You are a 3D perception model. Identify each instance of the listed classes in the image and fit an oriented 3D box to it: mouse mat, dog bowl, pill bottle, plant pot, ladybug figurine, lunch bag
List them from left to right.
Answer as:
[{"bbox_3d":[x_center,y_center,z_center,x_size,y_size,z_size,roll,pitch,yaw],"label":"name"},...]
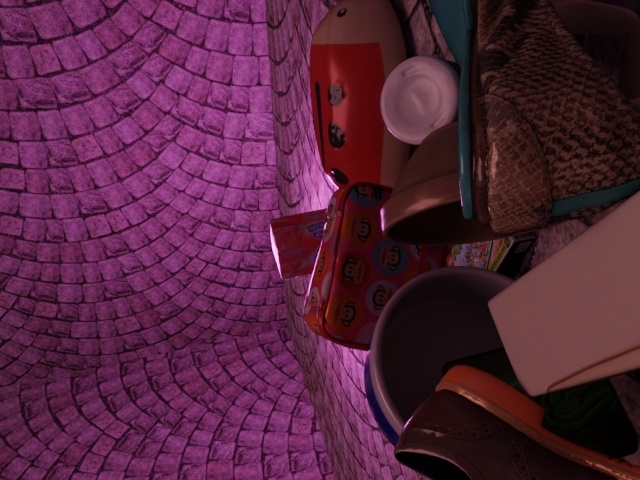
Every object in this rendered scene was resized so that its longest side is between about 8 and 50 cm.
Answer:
[{"bbox_3d":[0.075,-0.280,1.133,0.305,0.162,0.449,-134,36,-69],"label":"ladybug figurine"},{"bbox_3d":[0.121,0.057,0.975,0.120,0.258,0.292,174,109,-72],"label":"lunch bag"},{"bbox_3d":[0.168,-0.184,0.725,0.108,0.180,0.107,8,104,34],"label":"pill bottle"},{"bbox_3d":[0.192,0.173,0.716,0.104,0.265,0.264,98,158,-61],"label":"dog bowl"},{"bbox_3d":[0.186,-0.072,0.637,0.237,0.238,0.109,124,143,-73],"label":"plant pot"},{"bbox_3d":[0.253,0.194,0.634,0.007,0.190,0.152,85,170,-63],"label":"mouse mat"}]

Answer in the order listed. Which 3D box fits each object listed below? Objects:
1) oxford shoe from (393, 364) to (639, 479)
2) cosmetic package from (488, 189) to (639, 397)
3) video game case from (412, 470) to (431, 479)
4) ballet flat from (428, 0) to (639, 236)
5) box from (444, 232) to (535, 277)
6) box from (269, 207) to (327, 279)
[{"bbox_3d":[0.226,0.258,0.475,0.364,0.133,0.129,26,145,45],"label":"oxford shoe"},{"bbox_3d":[0.284,0.037,0.439,0.309,0.160,0.113,104,153,-65],"label":"cosmetic package"},{"bbox_3d":[0.249,0.491,1.261,0.248,0.035,0.274,100,157,-57],"label":"video game case"},{"bbox_3d":[0.201,-0.204,0.528,0.164,0.182,0.482,68,-162,-47],"label":"ballet flat"},{"bbox_3d":[0.255,0.016,0.841,0.207,0.036,0.114,96,160,-53],"label":"box"},{"bbox_3d":[0.000,0.000,1.478,0.122,0.257,0.128,90,165,-47],"label":"box"}]
